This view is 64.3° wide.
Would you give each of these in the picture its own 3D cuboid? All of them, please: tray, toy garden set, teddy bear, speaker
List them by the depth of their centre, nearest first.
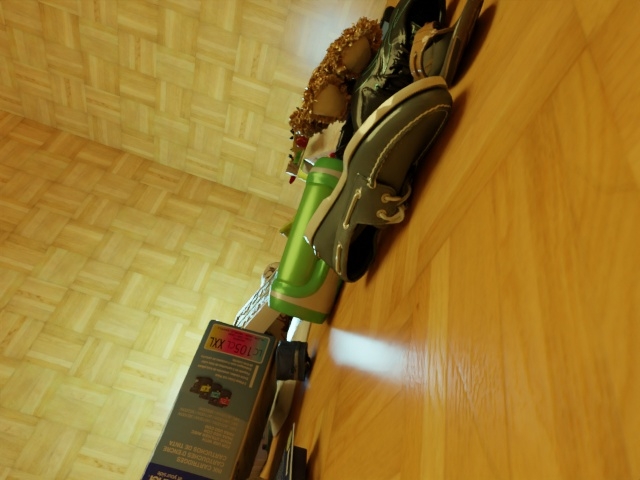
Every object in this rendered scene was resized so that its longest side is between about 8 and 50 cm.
[{"bbox_3d":[0.025,-0.298,0.943,0.245,0.113,0.338,-63,1,28],"label":"teddy bear"},{"bbox_3d":[0.000,0.000,0.960,0.131,0.131,0.296,155,134,-84],"label":"speaker"},{"bbox_3d":[-0.073,0.310,1.203,0.145,0.030,0.270,114,173,-46],"label":"tray"},{"bbox_3d":[-0.053,-0.255,1.275,0.244,0.049,0.203,116,172,-54],"label":"toy garden set"}]

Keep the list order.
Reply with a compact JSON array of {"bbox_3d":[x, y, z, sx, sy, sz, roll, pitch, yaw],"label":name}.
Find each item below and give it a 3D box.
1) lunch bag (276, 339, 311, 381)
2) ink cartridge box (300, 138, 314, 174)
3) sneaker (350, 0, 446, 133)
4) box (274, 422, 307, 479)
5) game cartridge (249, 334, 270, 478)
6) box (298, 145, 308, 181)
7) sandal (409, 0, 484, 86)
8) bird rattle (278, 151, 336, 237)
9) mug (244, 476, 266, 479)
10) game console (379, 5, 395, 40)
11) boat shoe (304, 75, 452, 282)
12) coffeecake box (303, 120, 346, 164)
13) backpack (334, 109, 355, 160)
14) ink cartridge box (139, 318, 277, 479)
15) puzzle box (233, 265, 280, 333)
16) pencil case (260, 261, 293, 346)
[{"bbox_3d":[-0.051,0.235,0.993,0.098,0.065,0.067,-80,-10,-85],"label":"lunch bag"},{"bbox_3d":[0.071,-0.222,1.322,0.255,0.097,0.188,40,116,48],"label":"ink cartridge box"},{"bbox_3d":[0.119,-0.269,0.776,0.106,0.101,0.267,-135,63,-83],"label":"sneaker"},{"bbox_3d":[-0.055,0.369,0.657,0.136,0.037,0.225,-91,18,-77],"label":"box"},{"bbox_3d":[-0.188,0.463,1.376,0.355,0.068,0.230,-94,24,-46],"label":"game cartridge"},{"bbox_3d":[0.021,-0.198,1.497,0.042,0.178,0.109,-10,-54,-51],"label":"box"},{"bbox_3d":[0.139,-0.235,0.627,0.219,0.060,0.090,-99,27,-81],"label":"sandal"},{"bbox_3d":[0.016,-0.097,1.158,0.207,0.143,0.253,-62,-5,-66],"label":"bird rattle"},{"bbox_3d":[-0.125,0.482,0.927,0.078,0.062,0.064,-55,-18,-50],"label":"mug"},{"bbox_3d":[0.150,-0.404,1.090,0.085,0.124,0.144,-38,-20,-43],"label":"game console"},{"bbox_3d":[0.078,-0.056,0.630,0.099,0.116,0.319,59,143,21],"label":"boat shoe"},{"bbox_3d":[0.058,-0.251,1.175,0.185,0.068,0.142,-5,62,54],"label":"coffeecake box"},{"bbox_3d":[0.084,-0.189,0.886,0.101,0.098,0.120,-74,2,-77],"label":"backpack"},{"bbox_3d":[-0.204,0.394,0.968,0.270,0.151,0.395,96,-173,-50],"label":"ink cartridge box"},{"bbox_3d":[-0.116,0.133,1.436,0.409,0.052,0.272,-49,10,11],"label":"puzzle box"},{"bbox_3d":[-0.169,0.276,1.704,0.183,0.160,0.410,98,-175,-48],"label":"pencil case"}]
